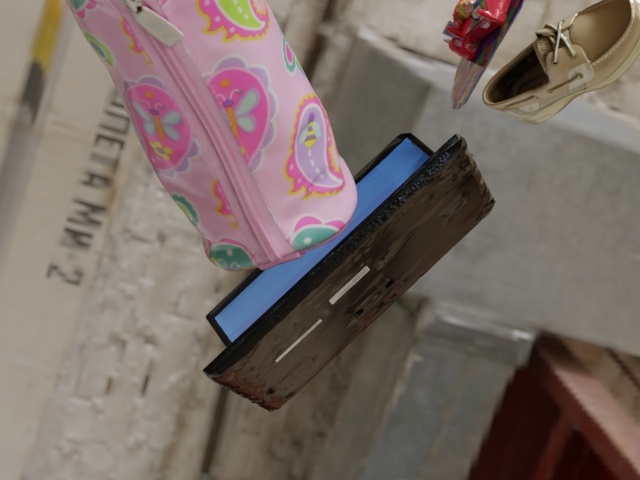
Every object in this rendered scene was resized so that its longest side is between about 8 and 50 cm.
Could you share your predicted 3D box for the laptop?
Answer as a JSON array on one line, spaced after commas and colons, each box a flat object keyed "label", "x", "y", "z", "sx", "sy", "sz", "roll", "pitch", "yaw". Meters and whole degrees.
[{"label": "laptop", "x": 0.000, "y": 0.000, "z": 1.209, "sx": 0.234, "sy": 0.136, "sz": 0.264, "roll": -44, "pitch": 160, "yaw": 1}]

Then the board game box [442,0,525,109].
[{"label": "board game box", "x": 0.133, "y": -0.191, "z": 1.356, "sx": 0.133, "sy": 0.033, "sz": 0.168, "roll": -77, "pitch": -167, "yaw": -54}]

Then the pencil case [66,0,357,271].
[{"label": "pencil case", "x": -0.076, "y": -0.107, "z": 1.028, "sx": 0.124, "sy": 0.124, "sz": 0.284, "roll": -90, "pitch": 160, "yaw": -47}]

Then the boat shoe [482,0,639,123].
[{"label": "boat shoe", "x": 0.353, "y": -0.266, "z": 2.338, "sx": 0.302, "sy": 0.098, "sz": 0.109, "roll": -36, "pitch": -126, "yaw": 47}]
